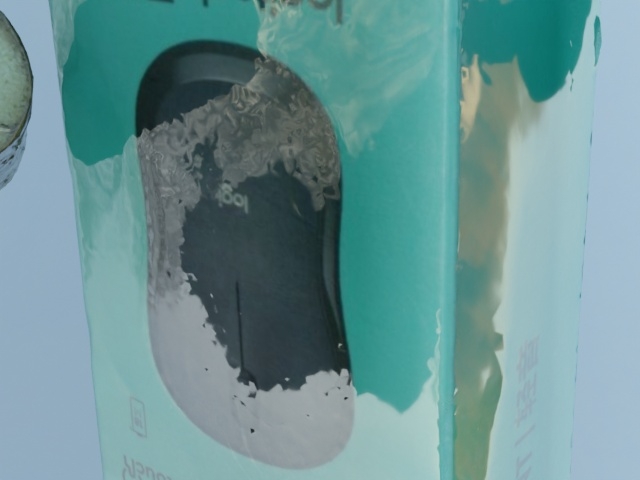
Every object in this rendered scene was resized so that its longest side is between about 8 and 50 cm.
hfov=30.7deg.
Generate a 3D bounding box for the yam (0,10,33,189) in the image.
[{"bbox_3d":[-0.144,-0.053,0.444,0.070,0.146,0.069,1,-94,-15],"label":"yam"}]

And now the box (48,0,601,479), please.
[{"bbox_3d":[0.000,0.000,0.497,0.118,0.205,0.311,-27,-55,-45],"label":"box"}]
